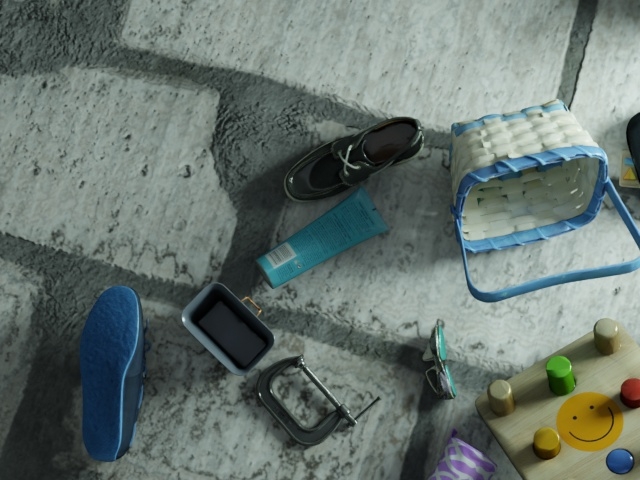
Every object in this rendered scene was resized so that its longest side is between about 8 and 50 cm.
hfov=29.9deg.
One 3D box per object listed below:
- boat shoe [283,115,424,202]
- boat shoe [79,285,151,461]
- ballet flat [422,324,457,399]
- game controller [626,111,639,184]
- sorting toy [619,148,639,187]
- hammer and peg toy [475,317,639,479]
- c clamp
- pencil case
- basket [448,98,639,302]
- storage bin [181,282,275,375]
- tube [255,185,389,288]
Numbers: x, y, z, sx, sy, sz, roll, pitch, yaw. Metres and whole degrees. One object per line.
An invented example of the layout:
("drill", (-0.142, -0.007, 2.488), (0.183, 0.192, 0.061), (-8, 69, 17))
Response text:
("boat shoe", (0.050, -0.129, 1.848), (0.233, 0.079, 0.084), (-23, 83, -2))
("boat shoe", (-0.312, 0.197, 1.793), (0.109, 0.089, 0.258), (9, 86, 15))
("ballet flat", (0.176, 0.187, 1.816), (0.041, 0.041, 0.114), (-12, 80, -2))
("game controller", (0.640, -0.152, 1.859), (0.319, 0.067, 0.166), (-11, 66, -6))
("sorting toy", (0.511, -0.111, 1.875), (0.083, 0.012, 0.062), (5, 80, 1))
("hammer and peg toy", (0.437, 0.241, 1.712), (0.361, 0.127, 0.266), (-29, 52, -4))
("c clamp", (-0.012, 0.236, 1.818), (0.160, 0.022, 0.137), (42, 88, 5))
("pencil case", (0.175, 0.387, 1.763), (0.088, 0.086, 0.206), (31, 80, 33))
("basket", (0.316, -0.052, 1.755), (0.254, 0.201, 0.289), (-10, 50, -1))
("storage bin", (-0.132, 0.131, 1.798), (0.135, 0.091, 0.098), (43, 83, 6))
("tube", (0.000, 0.000, 1.843), (0.207, 0.052, 0.080), (-31, 88, -10))
